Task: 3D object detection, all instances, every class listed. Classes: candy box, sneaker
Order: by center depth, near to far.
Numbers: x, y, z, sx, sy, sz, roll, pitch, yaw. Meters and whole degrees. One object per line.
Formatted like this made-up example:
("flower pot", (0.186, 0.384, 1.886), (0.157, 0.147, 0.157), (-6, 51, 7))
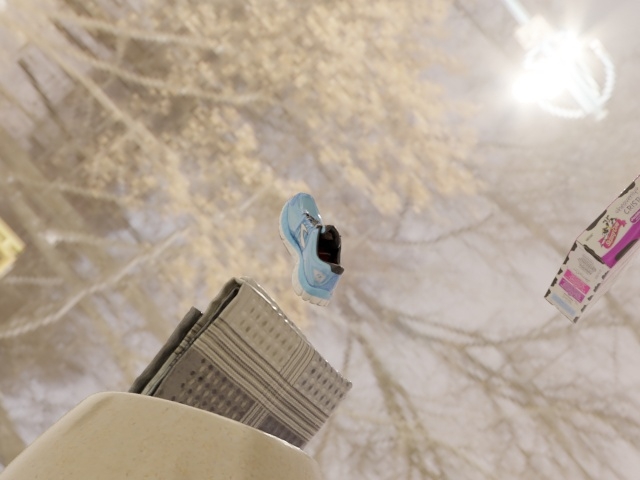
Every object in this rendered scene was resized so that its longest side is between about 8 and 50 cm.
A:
("sneaker", (0.000, 0.000, 1.518), (0.073, 0.063, 0.162), (-49, -140, 33))
("candy box", (0.438, 0.016, 1.948), (0.159, 0.071, 0.233), (-43, 164, -19))

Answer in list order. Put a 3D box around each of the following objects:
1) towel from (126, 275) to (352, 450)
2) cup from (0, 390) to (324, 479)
("towel", (-0.125, 0.214, 1.455), (0.056, 0.324, 0.312), (34, -100, 36))
("cup", (-0.113, 0.238, 0.841), (0.331, 0.331, 0.237), (-23, -134, 61))
